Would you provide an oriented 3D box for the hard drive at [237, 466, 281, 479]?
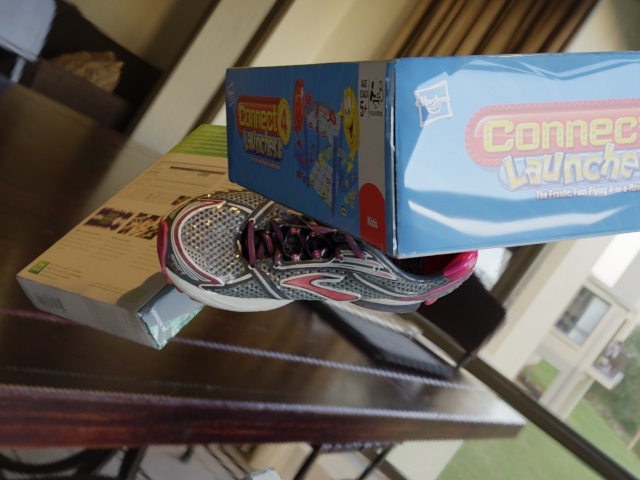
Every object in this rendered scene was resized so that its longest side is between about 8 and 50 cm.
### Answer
[{"bbox_3d":[-0.185,0.323,0.878,0.040,0.308,0.203,61,-3,13],"label":"hard drive"}]

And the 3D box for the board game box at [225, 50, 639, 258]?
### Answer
[{"bbox_3d":[0.123,-0.072,0.545,0.308,0.086,0.302,-6,11,-19],"label":"board game box"}]

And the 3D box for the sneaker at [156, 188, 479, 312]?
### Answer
[{"bbox_3d":[0.000,0.000,0.802,0.299,0.120,0.112,2,-14,-19],"label":"sneaker"}]

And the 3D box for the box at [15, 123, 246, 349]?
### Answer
[{"bbox_3d":[-0.154,-0.022,0.984,0.232,0.322,0.058,11,-44,42],"label":"box"}]
